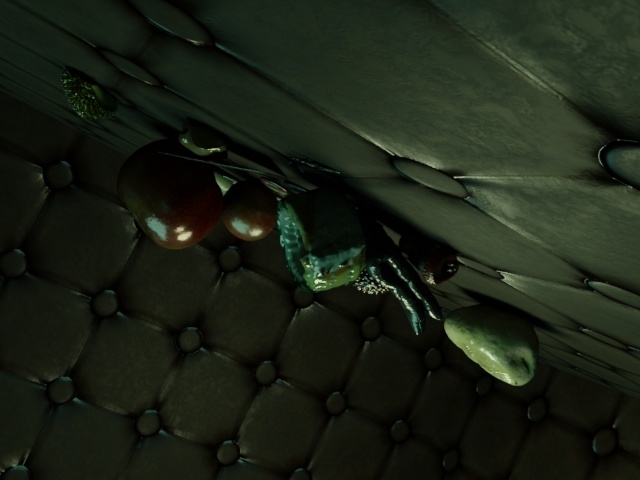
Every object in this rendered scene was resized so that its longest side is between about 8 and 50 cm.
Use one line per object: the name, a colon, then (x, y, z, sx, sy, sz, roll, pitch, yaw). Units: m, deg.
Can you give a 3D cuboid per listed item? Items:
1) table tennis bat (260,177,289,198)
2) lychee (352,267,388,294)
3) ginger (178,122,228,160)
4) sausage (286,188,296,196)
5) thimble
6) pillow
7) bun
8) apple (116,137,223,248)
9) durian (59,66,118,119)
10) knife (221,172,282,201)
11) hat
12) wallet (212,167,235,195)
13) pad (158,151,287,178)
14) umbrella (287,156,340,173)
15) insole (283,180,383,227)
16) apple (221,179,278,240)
table tennis bat: (-0.130, -0.158, 2.148, 0.098, 0.019, 0.154, 23, 171, 26)
lychee: (0.163, 0.076, 2.236, 0.188, 0.188, 0.188, 26, 175, 3)
ginger: (-0.303, -0.245, 1.799, 0.137, 0.074, 0.213, 32, 170, -11)
sausage: (-0.032, -0.104, 1.965, 0.157, 0.042, 0.036, 25, -147, 29)
thimble: (0.000, 0.000, 1.723, 0.167, 0.254, 0.288, -16, -168, -14)
pillow: (0.191, 0.077, 1.843, 0.326, 0.101, 0.228, 51, -174, -39)
bun: (0.614, 0.337, 2.421, 0.361, 0.213, 0.361, 41, 171, 8)
apple: (-0.455, -0.148, 2.139, 0.348, 0.276, 0.348, 49, 166, 17)
durian: (-0.648, -0.392, 1.903, 0.137, 0.096, 0.221, 24, 168, 8)
knife: (-0.214, -0.174, 2.340, 0.255, 0.022, 0.046, 23, 169, -13)
hat: (0.268, 0.039, 1.809, 0.112, 0.094, 0.162, -17, -145, -40)
wallet: (-0.399, -0.230, 2.453, 0.309, 0.077, 0.223, 31, 176, -39)
pad: (-0.251, -0.196, 1.837, 0.299, 0.005, 0.202, 12, -176, 11)
umbrella: (-0.013, -0.165, 1.512, 0.122, 0.022, 0.013, 15, 147, 9)
insole: (0.035, -0.099, 1.956, 0.309, 0.012, 0.110, 25, 176, 2)
apple: (-0.231, -0.100, 2.253, 0.174, 0.188, 0.188, 41, 167, -34)
